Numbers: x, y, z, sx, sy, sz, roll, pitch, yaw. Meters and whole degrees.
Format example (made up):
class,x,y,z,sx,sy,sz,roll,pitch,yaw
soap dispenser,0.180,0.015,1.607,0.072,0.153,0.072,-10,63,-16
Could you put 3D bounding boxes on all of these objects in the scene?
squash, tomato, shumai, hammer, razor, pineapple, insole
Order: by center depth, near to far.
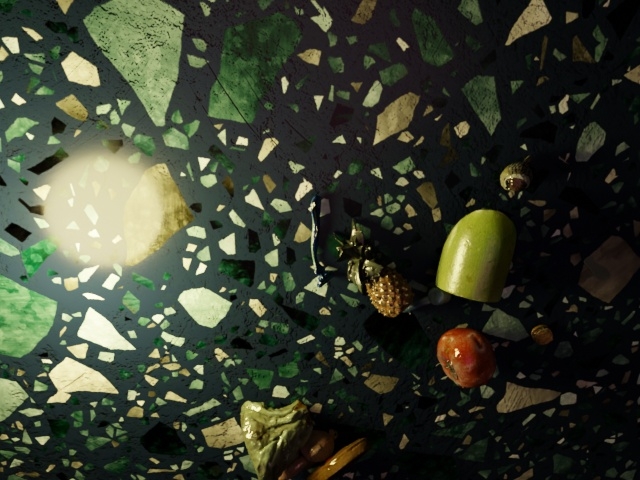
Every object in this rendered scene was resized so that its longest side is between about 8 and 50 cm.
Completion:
class,x,y,z,sx,sy,sz,roll,pitch,yaw
razor,-0.011,-0.001,1.621,0.056,0.093,0.324,7,115,31
squash,0.544,0.038,1.626,0.234,0.210,0.308,12,99,11
pineapple,0.170,0.104,1.644,0.165,0.165,0.364,-40,103,12
hammer,0.387,0.228,1.748,0.194,0.116,0.069,-29,76,26
tomato,0.558,0.440,1.791,0.189,0.232,0.232,-23,116,-14
insole,1.059,0.109,1.798,0.153,0.002,0.053,39,106,-20
shumai,-0.147,0.756,1.834,0.263,0.304,0.309,-23,117,-7

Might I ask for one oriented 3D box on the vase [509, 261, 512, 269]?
class,x,y,z,sx,sy,sz,roll,pitch,yaw
vase,0.643,0.045,1.692,0.081,0.081,0.148,-26,118,7

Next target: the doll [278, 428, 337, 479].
class,x,y,z,sx,sy,sz,roll,pitch,yaw
doll,-0.079,0.894,1.986,0.303,0.201,0.156,-42,70,19

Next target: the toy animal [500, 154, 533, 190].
class,x,y,z,sx,sy,sz,roll,pitch,yaw
toy animal,0.665,-0.221,1.559,0.098,0.098,0.137,37,106,-19

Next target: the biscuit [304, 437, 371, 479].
class,x,y,z,sx,sy,sz,roll,pitch,yaw
biscuit,0.036,0.940,1.935,0.394,0.070,0.350,-49,153,25

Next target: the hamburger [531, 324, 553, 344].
class,x,y,z,sx,sy,sz,roll,pitch,yaw
hamburger,0.886,0.378,1.883,0.076,0.044,0.083,-25,117,4
